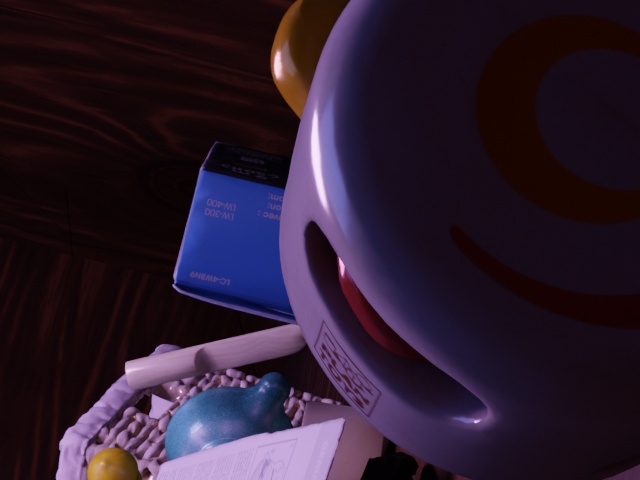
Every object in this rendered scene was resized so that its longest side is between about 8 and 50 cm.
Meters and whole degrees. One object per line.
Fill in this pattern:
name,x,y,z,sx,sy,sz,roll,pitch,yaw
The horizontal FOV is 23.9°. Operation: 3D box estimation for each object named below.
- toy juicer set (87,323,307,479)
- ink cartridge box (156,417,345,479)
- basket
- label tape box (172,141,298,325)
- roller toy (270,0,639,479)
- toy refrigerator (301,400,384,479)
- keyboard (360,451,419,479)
toy juicer set,-0.128,0.207,1.540,0.089,0.209,0.329,-91,8,-67
ink cartridge box,-0.080,0.324,1.279,0.385,0.091,0.308,-26,42,59
basket,-0.152,0.349,1.809,0.328,0.266,0.331,-45,-31,-68
label tape box,0.000,0.000,1.433,0.347,0.249,0.115,-99,23,-82
roller toy,0.081,-0.012,0.556,0.146,0.209,0.191,109,168,-67
toy refrigerator,0.009,0.297,1.472,0.102,0.094,0.269,97,-177,-46
keyboard,-0.001,0.321,1.224,0.317,0.033,0.201,-69,-19,4
